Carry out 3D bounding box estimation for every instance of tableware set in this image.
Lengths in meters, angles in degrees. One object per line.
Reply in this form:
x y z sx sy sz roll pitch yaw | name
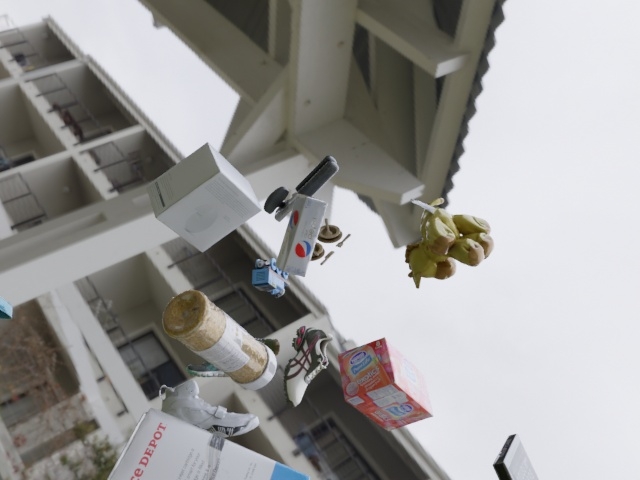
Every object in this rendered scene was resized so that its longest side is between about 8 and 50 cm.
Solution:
0.000 0.000 2.154 0.128 0.194 0.039 17 -50 27 | tableware set

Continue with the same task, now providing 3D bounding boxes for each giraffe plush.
0.265 0.023 1.527 0.210 0.181 0.170 34 -55 19 | giraffe plush

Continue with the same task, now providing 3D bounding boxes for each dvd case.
0.427 0.533 1.372 0.030 0.179 0.238 -26 -97 24 | dvd case

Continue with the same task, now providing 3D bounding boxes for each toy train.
-0.167 0.128 2.285 0.184 0.080 0.105 46 43 -60 | toy train

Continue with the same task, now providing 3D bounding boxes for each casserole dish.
-0.836 0.143 1.663 0.114 0.036 0.188 4 -27 17 | casserole dish

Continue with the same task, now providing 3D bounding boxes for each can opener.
-0.069 -0.174 2.197 0.095 0.283 0.076 35 22 -29 | can opener

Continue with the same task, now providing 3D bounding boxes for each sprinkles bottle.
-0.233 0.246 1.622 0.121 0.121 0.355 41 -7 39 | sprinkles bottle

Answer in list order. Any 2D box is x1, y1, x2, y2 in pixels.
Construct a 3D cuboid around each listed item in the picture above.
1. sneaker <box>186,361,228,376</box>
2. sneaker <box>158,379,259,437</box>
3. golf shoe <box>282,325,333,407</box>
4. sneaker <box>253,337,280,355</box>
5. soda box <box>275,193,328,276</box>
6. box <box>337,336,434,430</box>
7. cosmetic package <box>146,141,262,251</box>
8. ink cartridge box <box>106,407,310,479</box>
-0.307 0.360 1.969 0.065 0.167 0.076 148 -57 -63 | sneaker
-0.409 0.607 2.439 0.137 0.366 0.210 132 -47 -72 | sneaker
-0.045 0.410 2.200 0.120 0.272 0.105 4 -25 21 | golf shoe
-0.213 0.372 2.348 0.192 0.086 0.064 167 -76 -64 | sneaker
-0.053 -0.015 1.850 0.074 0.069 0.216 26 -81 64 | soda box
0.187 0.407 1.893 0.300 0.154 0.142 45 28 -47 | box
-0.328 -0.120 1.922 0.224 0.225 0.138 46 14 -51 | cosmetic package
-0.258 0.576 1.432 0.395 0.285 0.166 25 -49 -2 | ink cartridge box
